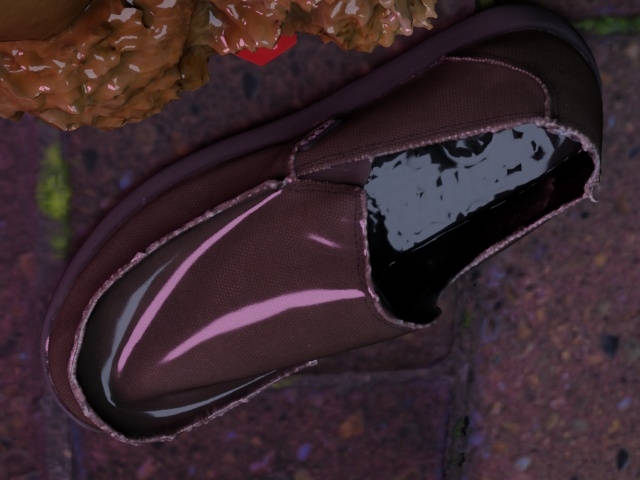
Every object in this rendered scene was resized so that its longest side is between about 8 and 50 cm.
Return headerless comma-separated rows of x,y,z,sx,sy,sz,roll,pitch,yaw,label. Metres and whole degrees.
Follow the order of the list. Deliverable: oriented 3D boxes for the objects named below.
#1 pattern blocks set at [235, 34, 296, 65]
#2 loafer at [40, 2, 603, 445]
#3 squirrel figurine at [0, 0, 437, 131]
-0.088,-0.263,0.948,0.285,0.026,0.325,13,114,-17,pattern blocks set
0.000,0.000,1.043,0.366,0.130,0.134,-35,118,8,loafer
-0.076,-0.250,0.831,0.370,0.281,0.397,-42,131,-1,squirrel figurine
